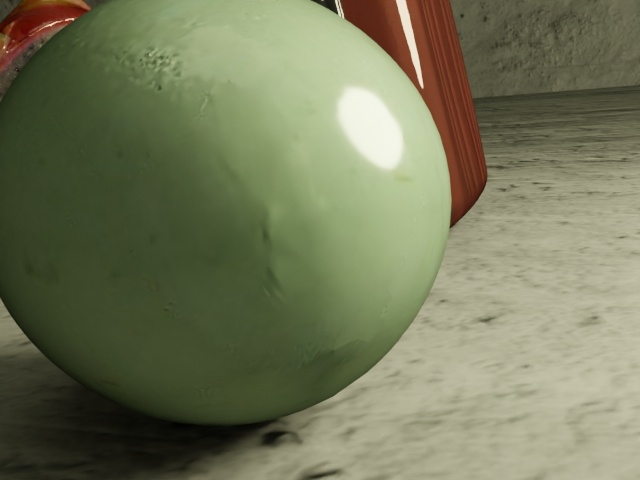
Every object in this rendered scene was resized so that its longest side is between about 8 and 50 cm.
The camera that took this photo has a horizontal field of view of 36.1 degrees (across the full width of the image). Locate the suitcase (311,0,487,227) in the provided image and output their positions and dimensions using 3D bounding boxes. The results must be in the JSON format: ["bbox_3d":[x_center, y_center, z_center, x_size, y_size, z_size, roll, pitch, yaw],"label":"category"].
[{"bbox_3d":[0.036,-0.146,0.864,0.161,0.297,0.236,-11,8,19],"label":"suitcase"}]

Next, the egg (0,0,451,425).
[{"bbox_3d":[-0.055,-0.018,0.465,0.203,0.203,0.283,-12,7,-29],"label":"egg"}]

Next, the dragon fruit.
[{"bbox_3d":[-0.343,-0.181,1.272,0.291,0.290,0.189,-12,32,-30],"label":"dragon fruit"}]
